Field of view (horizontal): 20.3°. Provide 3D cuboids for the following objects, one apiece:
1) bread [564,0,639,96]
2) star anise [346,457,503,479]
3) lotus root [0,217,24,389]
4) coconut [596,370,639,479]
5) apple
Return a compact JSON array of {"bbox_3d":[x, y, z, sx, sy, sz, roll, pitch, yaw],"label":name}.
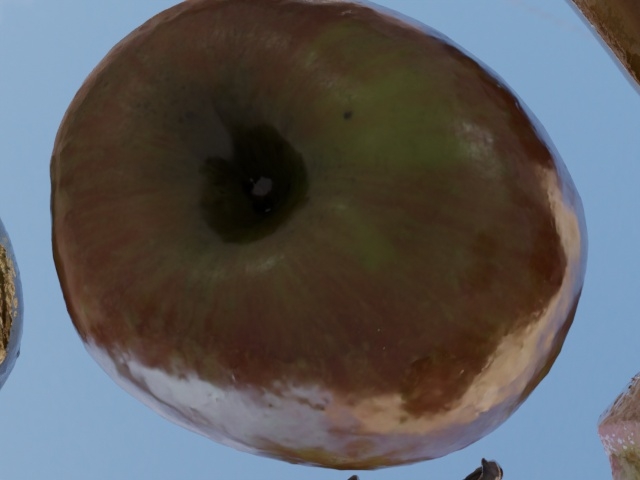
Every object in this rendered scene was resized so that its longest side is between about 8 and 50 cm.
[{"bbox_3d":[0.190,-0.163,1.089,0.092,0.074,0.239,-31,-132,4],"label":"bread"},{"bbox_3d":[0.010,0.227,1.112,0.262,0.081,0.230,-31,-156,-14],"label":"star anise"},{"bbox_3d":[-0.260,0.023,1.171,0.138,0.138,0.214,-4,-93,2],"label":"lotus root"},{"bbox_3d":[0.344,0.178,1.437,0.233,0.233,0.245,-20,-85,-9],"label":"coconut"},{"bbox_3d":[0.000,0.000,1.053,0.309,0.250,0.277,42,-90,21],"label":"apple"}]
